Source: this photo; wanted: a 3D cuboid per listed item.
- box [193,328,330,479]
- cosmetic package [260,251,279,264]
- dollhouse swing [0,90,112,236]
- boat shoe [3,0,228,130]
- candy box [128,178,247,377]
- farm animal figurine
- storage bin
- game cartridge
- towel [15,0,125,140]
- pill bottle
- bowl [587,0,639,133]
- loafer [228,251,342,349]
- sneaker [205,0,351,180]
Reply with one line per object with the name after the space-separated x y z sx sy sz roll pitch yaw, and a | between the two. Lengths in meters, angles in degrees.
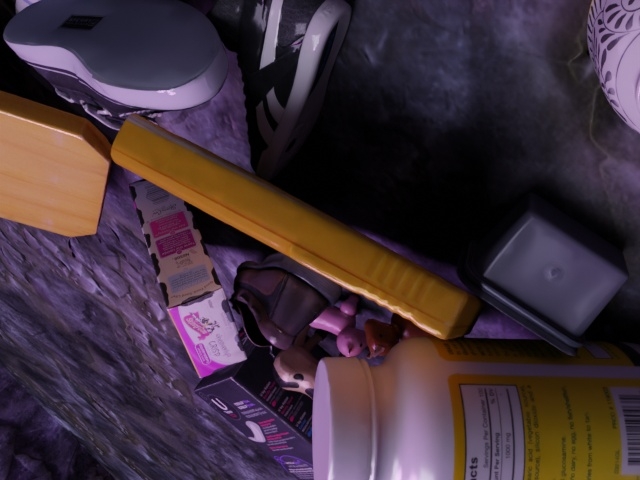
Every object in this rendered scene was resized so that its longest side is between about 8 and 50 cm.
-0.045 0.269 1.081 0.270 0.143 0.165 43 144 -12 | box
-0.060 0.055 0.918 0.060 0.041 0.115 42 146 -11 | cosmetic package
-0.447 -0.202 0.885 0.304 0.316 0.347 3 155 -22 | dollhouse swing
-0.192 -0.161 0.633 0.306 0.113 0.105 17 151 33 | boat shoe
-0.178 0.041 0.862 0.159 0.071 0.233 81 163 -48 | candy box
0.091 0.211 0.862 0.326 0.172 0.330 43 146 -12 | farm animal figurine
0.212 0.022 0.606 0.135 0.098 0.091 35 119 1 | storage bin
0.000 0.000 0.631 0.323 0.053 0.285 30 -178 19 | game cartridge
-0.270 -0.232 0.749 0.209 0.034 0.285 38 147 -4 | towel
0.164 0.190 0.641 0.333 0.188 0.188 3 145 -6 | pill bottle
0.246 -0.111 0.406 0.170 0.080 0.170 23 144 18 | bowl
-0.066 0.084 0.777 0.109 0.095 0.302 35 162 -7 | loafer
-0.056 -0.163 0.618 0.121 0.079 0.217 35 139 6 | sneaker
